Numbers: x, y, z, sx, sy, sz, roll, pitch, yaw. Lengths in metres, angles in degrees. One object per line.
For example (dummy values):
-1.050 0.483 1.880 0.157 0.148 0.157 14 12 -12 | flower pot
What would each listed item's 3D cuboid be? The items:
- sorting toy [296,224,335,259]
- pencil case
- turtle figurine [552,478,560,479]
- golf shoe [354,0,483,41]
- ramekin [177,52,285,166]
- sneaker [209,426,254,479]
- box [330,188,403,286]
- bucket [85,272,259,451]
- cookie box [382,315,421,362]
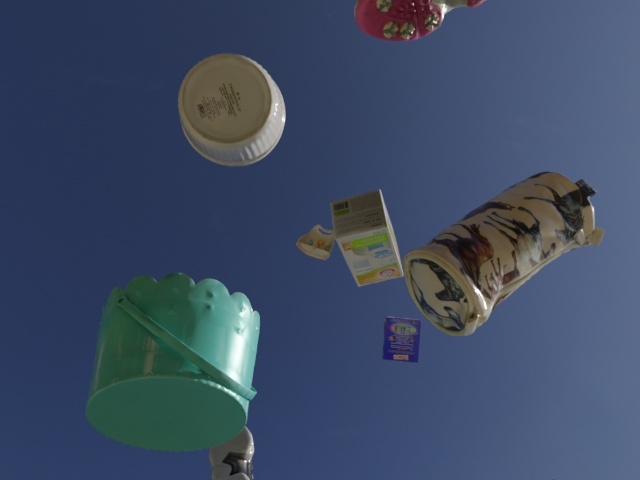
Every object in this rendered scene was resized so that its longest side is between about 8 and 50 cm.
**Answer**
0.000 0.000 1.200 0.083 0.075 0.045 18 -25 19 | sorting toy
0.328 0.016 0.931 0.410 0.183 0.160 -28 -49 -30 | pencil case
0.404 0.286 0.430 0.266 0.275 0.198 26 -71 -10 | turtle figurine
0.173 -0.436 0.905 0.306 0.140 0.115 -28 -45 -18 | golf shoe
-0.170 -0.250 0.988 0.207 0.109 0.207 0 -91 -3 | ramekin
-0.189 0.554 1.182 0.101 0.269 0.153 -11 -69 -5 | sneaker
0.106 0.000 1.144 0.114 0.103 0.203 -14 -37 10 | box
-0.233 0.205 0.850 0.280 0.183 0.281 -3 -44 -3 | bucket
0.206 0.252 1.332 0.091 0.040 0.107 5 -94 5 | cookie box
